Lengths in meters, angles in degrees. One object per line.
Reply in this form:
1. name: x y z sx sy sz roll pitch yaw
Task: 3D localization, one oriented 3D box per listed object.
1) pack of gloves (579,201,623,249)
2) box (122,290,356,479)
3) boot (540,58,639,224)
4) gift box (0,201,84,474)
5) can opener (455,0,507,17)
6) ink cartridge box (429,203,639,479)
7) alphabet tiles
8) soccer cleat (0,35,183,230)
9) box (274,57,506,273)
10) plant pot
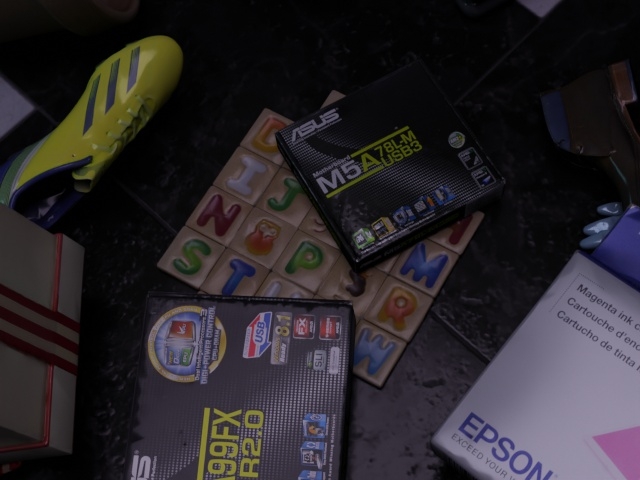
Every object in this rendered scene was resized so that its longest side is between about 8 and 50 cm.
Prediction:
1. pack of gloves: 0.393 0.034 1.251 0.232 0.046 0.195 -6 67 2
2. box: -0.080 0.190 1.205 0.216 0.060 0.270 3 69 6
3. boot: 0.303 -0.087 1.302 0.106 0.082 0.219 -13 60 20
4. gift box: -0.397 0.089 1.186 0.276 0.258 0.255 -6 66 24
5. can opener: 0.296 -0.334 1.406 0.283 0.076 0.095 -30 66 -7
6. ink cartridge box: 0.327 0.161 1.115 0.324 0.071 0.330 35 81 22
7. alphabet tiles: 0.000 0.000 1.318 0.285 0.011 0.342 27 71 16
8. soccer cleat: -0.247 -0.107 1.326 0.289 0.093 0.121 -44 42 -8
9. box: 0.075 -0.084 1.318 0.191 0.045 0.184 -27 69 -8
10. plant pot: -0.369 -0.329 1.391 0.229 0.263 0.263 -23 65 16
